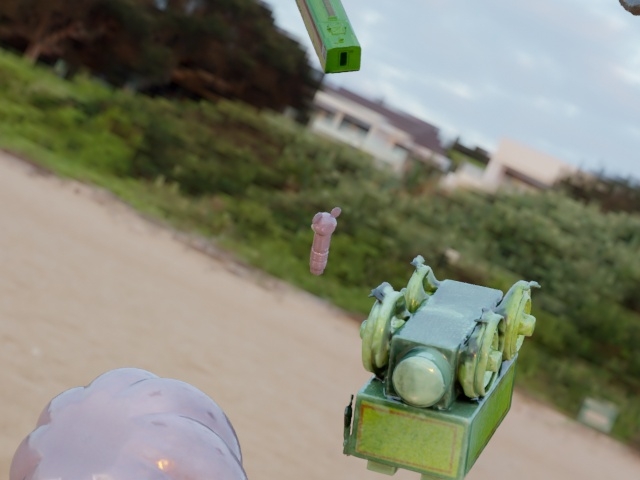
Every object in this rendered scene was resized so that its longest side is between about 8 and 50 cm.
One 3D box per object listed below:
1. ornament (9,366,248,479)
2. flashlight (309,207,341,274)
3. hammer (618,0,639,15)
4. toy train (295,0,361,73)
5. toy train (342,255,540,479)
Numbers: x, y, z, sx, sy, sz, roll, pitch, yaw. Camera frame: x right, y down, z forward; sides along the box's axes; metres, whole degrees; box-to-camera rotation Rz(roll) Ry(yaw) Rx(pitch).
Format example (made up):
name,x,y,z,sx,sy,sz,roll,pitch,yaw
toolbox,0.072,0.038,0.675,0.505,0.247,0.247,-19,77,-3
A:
name,x,y,z,sx,sy,sz,roll,pitch,yaw
ornament,-0.137,0.189,1.290,0.177,0.177,0.177,26,-2,1
flashlight,0.000,0.000,2.488,0.052,0.110,0.031,-18,43,-35
hammer,0.457,-0.398,2.080,0.027,0.297,0.125,28,14,-28
toy train,0.002,-0.274,2.041,0.044,0.042,0.209,-6,42,-13
toy train,0.130,0.135,1.840,0.159,0.188,0.271,12,18,16
